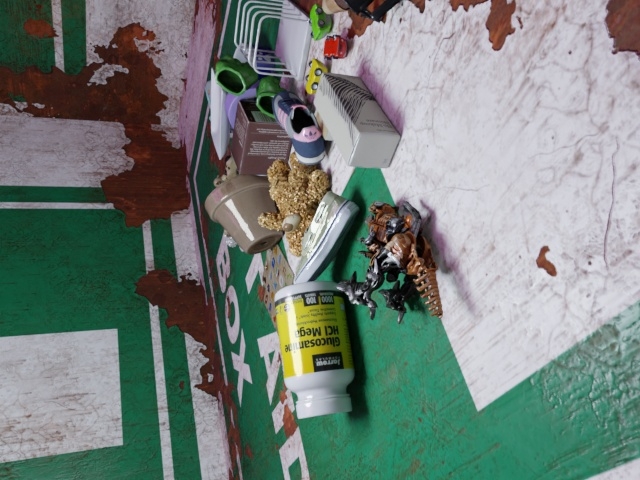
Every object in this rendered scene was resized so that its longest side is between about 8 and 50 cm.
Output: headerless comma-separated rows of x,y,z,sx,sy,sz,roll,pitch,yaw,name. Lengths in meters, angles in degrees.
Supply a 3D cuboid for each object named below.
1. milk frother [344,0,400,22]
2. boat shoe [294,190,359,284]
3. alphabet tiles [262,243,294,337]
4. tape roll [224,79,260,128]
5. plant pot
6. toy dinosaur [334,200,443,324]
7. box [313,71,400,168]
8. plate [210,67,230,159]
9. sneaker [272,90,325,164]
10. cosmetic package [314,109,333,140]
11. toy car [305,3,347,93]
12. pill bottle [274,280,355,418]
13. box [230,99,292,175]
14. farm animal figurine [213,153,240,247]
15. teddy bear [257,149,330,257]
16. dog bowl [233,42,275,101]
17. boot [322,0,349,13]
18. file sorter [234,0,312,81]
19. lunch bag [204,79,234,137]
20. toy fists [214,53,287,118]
0.121,-0.565,1.246,0.135,0.129,0.143,-38,14,20,milk frother
0.000,0.000,1.483,0.094,0.109,0.302,39,121,14,boat shoe
-0.155,0.177,2.040,0.342,0.011,0.285,-122,37,-51,alphabet tiles
-0.240,-0.468,1.982,0.080,0.189,0.189,-117,34,-47,tape roll
-0.248,-0.083,1.991,0.229,0.263,0.263,61,149,18,plant pot
0.151,0.042,1.140,0.218,0.164,0.322,-61,12,23,toy dinosaur
0.080,-0.289,1.327,0.275,0.113,0.094,-115,34,-42,box
-0.381,-0.487,2.131,0.278,0.045,0.277,-119,30,-53,plate
-0.064,-0.369,1.640,0.131,0.112,0.319,86,160,-51,sneaker
0.023,-0.335,1.547,0.060,0.041,0.115,113,147,-44,cosmetic package
0.012,-0.552,1.551,0.239,0.053,0.224,142,124,-62,toy car
-0.011,0.287,1.469,0.188,0.188,0.333,137,128,-61,pill bottle
-0.202,-0.352,1.922,0.167,0.169,0.203,-117,34,-46,box
-0.379,-0.170,2.349,0.327,0.172,0.330,134,131,-60,farm animal figurine
-0.077,-0.124,1.622,0.245,0.113,0.338,-6,65,25,teddy bear
-0.261,-0.608,2.129,0.265,0.104,0.264,179,90,-66,dog bowl
0.079,-0.702,1.381,0.207,0.090,0.248,-3,86,55,boot
-0.158,-0.660,1.801,0.277,0.173,0.192,-121,36,-49,file sorter
-0.376,-0.556,2.354,0.223,0.160,0.262,18,121,61,lunch bag
-0.212,-0.504,1.819,0.096,0.279,0.142,-56,17,24,toy fists
